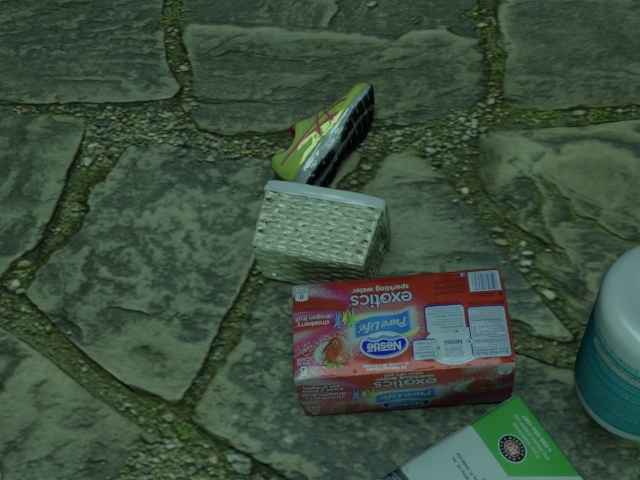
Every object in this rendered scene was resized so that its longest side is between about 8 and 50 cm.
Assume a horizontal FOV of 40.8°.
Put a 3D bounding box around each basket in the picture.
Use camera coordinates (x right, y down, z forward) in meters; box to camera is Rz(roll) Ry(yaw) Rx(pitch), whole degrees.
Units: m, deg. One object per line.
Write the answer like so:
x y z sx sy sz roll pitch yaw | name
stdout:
0.000 0.000 1.139 0.167 0.113 0.103 11 64 14 | basket

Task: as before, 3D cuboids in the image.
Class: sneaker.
0.003 -0.162 1.258 0.094 0.081 0.208 28 66 25 | sneaker

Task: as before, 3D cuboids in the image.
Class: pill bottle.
0.353 0.124 0.921 0.146 0.264 0.146 -3 57 5 | pill bottle

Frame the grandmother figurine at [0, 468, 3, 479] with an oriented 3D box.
-0.434 0.348 0.993 0.208 0.104 0.342 -49 64 10 | grandmother figurine

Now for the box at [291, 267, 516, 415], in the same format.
0.097 0.125 1.039 0.256 0.123 0.128 -5 57 4 | box

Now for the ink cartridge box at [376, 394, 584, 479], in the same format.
0.147 0.334 0.901 0.289 0.121 0.211 -28 58 -10 | ink cartridge box
